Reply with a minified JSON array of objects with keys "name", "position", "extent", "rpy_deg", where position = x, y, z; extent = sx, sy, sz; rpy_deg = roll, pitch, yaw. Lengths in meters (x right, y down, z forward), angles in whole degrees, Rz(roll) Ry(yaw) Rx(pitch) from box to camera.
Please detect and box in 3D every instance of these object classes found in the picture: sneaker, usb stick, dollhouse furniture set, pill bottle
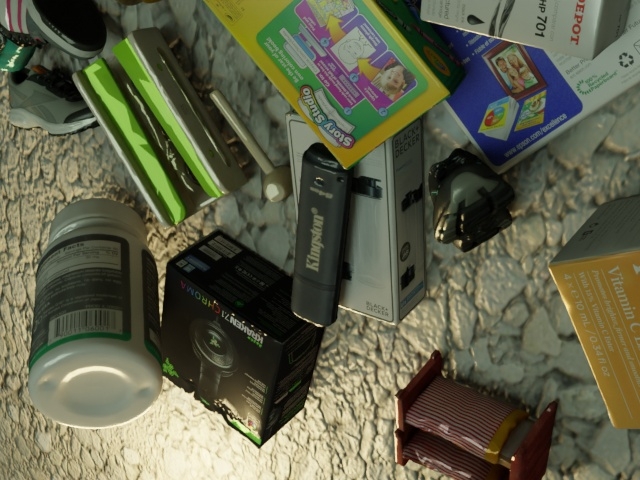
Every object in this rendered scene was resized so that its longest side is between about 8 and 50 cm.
[{"name":"sneaker","position":[-0.444,-0.240,1.549],"extent":[0.271,0.100,0.108],"rpy_deg":[12,118,35]},{"name":"usb stick","position":[0.000,0.000,1.233],"extent":[0.077,0.045,0.278],"rpy_deg":[27,131,27]},{"name":"sneaker","position":[0.160,-0.054,1.070],"extent":[0.101,0.267,0.106],"rpy_deg":[-30,77,5]},{"name":"dollhouse furniture set","position":[0.148,0.342,1.221],"extent":[0.201,0.374,0.152],"rpy_deg":[20,132,28]},{"name":"pill bottle","position":[-0.367,0.108,1.507],"extent":[0.204,0.361,0.204],"rpy_deg":[-6,133,-6]},{"name":"sneaker","position":[-0.468,-0.337,1.482],"extent":[0.295,0.124,0.178],"rpy_deg":[44,132,21]}]

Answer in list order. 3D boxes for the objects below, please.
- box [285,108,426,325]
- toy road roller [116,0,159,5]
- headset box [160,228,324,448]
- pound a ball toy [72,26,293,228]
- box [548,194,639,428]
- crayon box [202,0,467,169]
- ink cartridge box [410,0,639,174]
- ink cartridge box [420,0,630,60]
[{"name":"box","position":[0.054,-0.043,1.257],"extent":[0.169,0.087,0.290],"rpy_deg":[15,126,33]},{"name":"toy road roller","position":[-0.310,-0.463,1.184],"extent":[0.202,0.240,0.329],"rpy_deg":[35,134,19]},{"name":"headset box","position":[-0.138,0.171,1.526],"extent":[0.246,0.131,0.283],"rpy_deg":[33,134,21]},{"name":"pound a ball toy","position":[-0.189,-0.170,1.376],"extent":[0.208,0.136,0.319],"rpy_deg":[-29,96,21]},{"name":"box","position":[0.447,0.055,0.927],"extent":[0.345,0.168,0.215],"rpy_deg":[-13,107,44]},{"name":"crayon box","position":[0.011,-0.237,1.033],"extent":[0.165,0.081,0.278],"rpy_deg":[-34,103,36]},{"name":"ink cartridge box","position":[0.216,-0.268,0.993],"extent":[0.307,0.072,0.303],"rpy_deg":[55,138,0]},{"name":"ink cartridge box","position":[0.202,-0.272,0.895],"extent":[0.191,0.082,0.139],"rpy_deg":[22,129,30]}]
